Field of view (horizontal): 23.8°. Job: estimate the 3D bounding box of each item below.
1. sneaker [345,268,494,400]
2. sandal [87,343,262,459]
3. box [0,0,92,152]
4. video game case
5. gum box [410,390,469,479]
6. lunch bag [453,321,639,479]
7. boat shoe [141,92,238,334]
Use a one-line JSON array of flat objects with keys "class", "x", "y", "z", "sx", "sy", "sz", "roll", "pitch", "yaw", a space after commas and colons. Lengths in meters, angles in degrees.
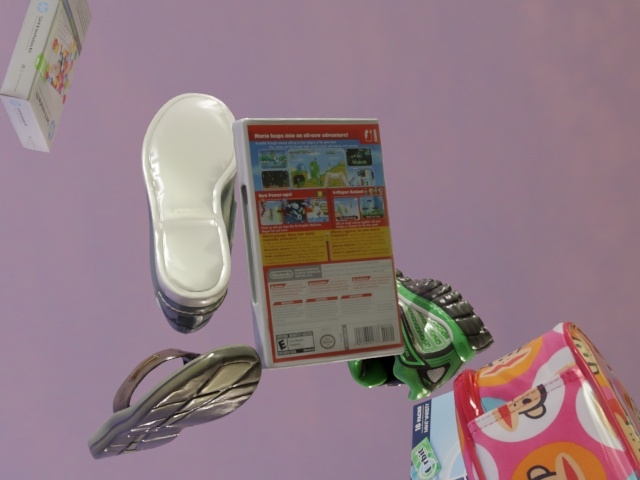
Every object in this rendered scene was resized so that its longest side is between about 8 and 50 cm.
[{"class": "sneaker", "x": 0.062, "y": 0.104, "z": 1.980, "sx": 0.146, "sy": 0.343, "sz": 0.134, "roll": -41, "pitch": -61, "yaw": -18}, {"class": "sandal", "x": -0.181, "y": 0.172, "z": 1.712, "sx": 0.120, "sy": 0.303, "sz": 0.086, "roll": 2, "pitch": -113, "yaw": -38}, {"class": "box", "x": -0.315, "y": -0.216, "z": 1.759, "sx": 0.145, "sy": 0.038, "sz": 0.186, "roll": 90, "pitch": -166, "yaw": -69}, {"class": "video game case", "x": 0.000, "y": 0.000, "z": 1.770, "sx": 0.204, "sy": 0.025, "sz": 0.285, "roll": -3, "pitch": -94, "yaw": -37}, {"class": "gum box", "x": 0.175, "y": 0.217, "z": 1.569, "sx": 0.041, "sy": 0.184, "sz": 0.157, "roll": 37, "pitch": -138, "yaw": -35}, {"class": "lunch bag", "x": 0.213, "y": 0.222, "z": 1.054, "sx": 0.258, "sy": 0.120, "sz": 0.293, "roll": 43, "pitch": -157, "yaw": -51}, {"class": "boat shoe", "x": -0.152, "y": -0.035, "z": 1.766, "sx": 0.099, "sy": 0.116, "sz": 0.319, "roll": 103, "pitch": 167, "yaw": -50}]
